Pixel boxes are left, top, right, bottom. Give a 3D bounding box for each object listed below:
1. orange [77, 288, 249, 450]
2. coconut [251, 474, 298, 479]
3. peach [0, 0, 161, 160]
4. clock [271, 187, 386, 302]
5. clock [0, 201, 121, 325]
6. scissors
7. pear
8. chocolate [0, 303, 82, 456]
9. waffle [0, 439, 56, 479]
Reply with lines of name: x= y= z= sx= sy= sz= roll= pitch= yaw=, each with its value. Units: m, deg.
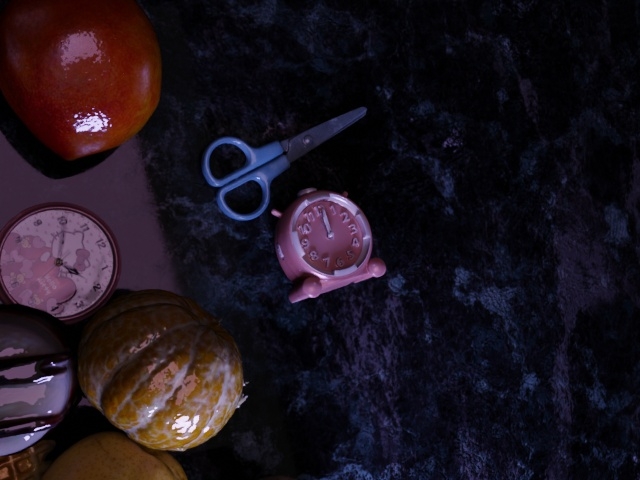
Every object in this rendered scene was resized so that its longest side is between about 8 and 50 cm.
orange: x=-0.294 y=0.234 z=1.365 sx=0.249 sy=0.329 sz=0.329 roll=-45 pitch=107 yaw=1
coconut: x=-0.112 y=0.623 z=1.432 sx=0.352 sy=0.352 sz=0.353 roll=2 pitch=86 yaw=-26
peach: x=-0.444 y=-0.313 z=1.347 sx=0.307 sy=0.308 sz=0.333 roll=1 pitch=91 yaw=-27
clock: x=0.000 y=0.000 z=1.641 sx=0.227 sy=0.142 sz=0.241 roll=-16 pitch=85 yaw=-27
clock: x=-0.513 y=0.046 z=1.415 sx=0.244 sy=0.056 sz=0.245 roll=1 pitch=87 yaw=-24
scissors: x=-0.062 y=-0.213 z=1.672 sx=0.447 sy=0.029 sz=0.193 roll=-31 pitch=101 yaw=-24
pear: x=-0.385 y=0.513 z=1.322 sx=0.314 sy=0.314 sz=0.315 roll=2 pitch=86 yaw=-26
chocolate: x=-0.545 y=0.252 z=1.257 sx=0.283 sy=0.186 sz=0.284 roll=2 pitch=86 yaw=-26
waffle: x=-0.630 y=0.440 z=1.334 sx=0.250 sy=0.056 sz=0.261 roll=31 pitch=72 yaw=-22
